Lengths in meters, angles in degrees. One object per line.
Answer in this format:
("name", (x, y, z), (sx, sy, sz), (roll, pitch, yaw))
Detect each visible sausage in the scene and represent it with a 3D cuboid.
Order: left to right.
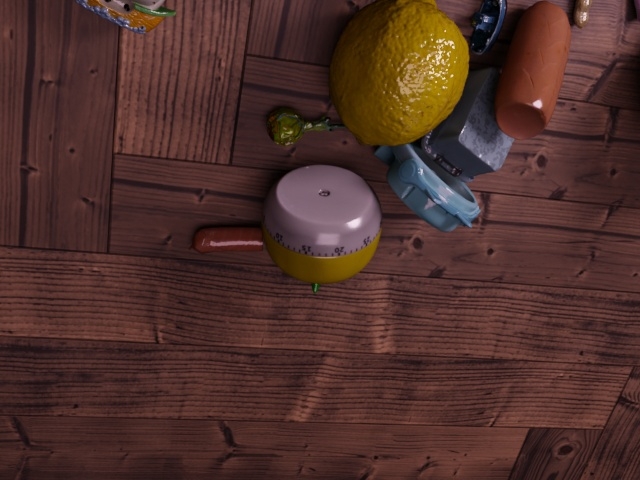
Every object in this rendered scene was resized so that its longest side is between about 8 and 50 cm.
("sausage", (-0.218, -0.001, 1.666), (0.169, 0.065, 0.065), (-1, 120, -9))
("sausage", (0.431, -0.351, 1.465), (0.121, 0.304, 0.121), (16, 153, 9))

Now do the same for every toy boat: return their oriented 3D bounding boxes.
("toy boat", (0.345, -0.455, 1.506), (0.060, 0.060, 0.137), (-2, 126, -34))

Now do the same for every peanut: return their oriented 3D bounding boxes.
("peanut", (0.557, -0.493, 1.540), (0.037, 0.037, 0.083), (-6, 117, -7))

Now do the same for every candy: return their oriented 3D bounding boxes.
("candy", (0.012, -0.248, 1.568), (0.262, 0.073, 0.077), (-4, 110, -16))

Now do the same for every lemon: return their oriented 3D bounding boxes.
("lemon", (0.150, -0.324, 1.429), (0.268, 0.268, 0.322), (9, 114, -15))

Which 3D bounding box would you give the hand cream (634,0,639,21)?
("hand cream", (0.684, -0.553, 1.529), (0.076, 0.047, 0.174), (-18, 113, 1))

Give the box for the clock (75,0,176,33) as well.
("clock", (-0.370, -0.480, 1.334), (0.231, 0.103, 0.144), (22, 112, -24))

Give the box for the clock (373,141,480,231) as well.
("clock", (0.233, -0.113, 1.559), (0.223, 0.274, 0.094), (33, 112, -23))

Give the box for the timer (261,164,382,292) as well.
("timer", (0.000, 0.000, 1.599), (0.285, 0.285, 0.285), (-5, 120, -8))

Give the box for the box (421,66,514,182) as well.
("box", (0.329, -0.250, 1.544), (0.162, 0.130, 0.227), (33, 76, -25))
